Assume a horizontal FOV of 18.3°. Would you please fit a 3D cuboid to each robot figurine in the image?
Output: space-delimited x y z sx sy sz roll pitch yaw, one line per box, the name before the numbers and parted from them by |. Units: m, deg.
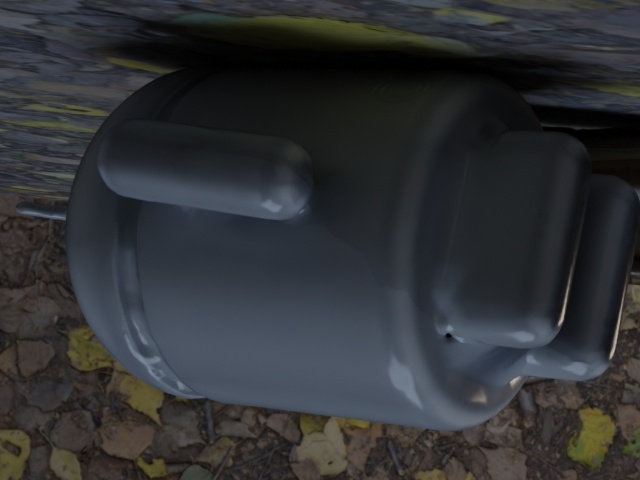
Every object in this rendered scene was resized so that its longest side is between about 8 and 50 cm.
robot figurine | 0.000 0.000 1.142 0.353 0.200 0.300 4 162 31

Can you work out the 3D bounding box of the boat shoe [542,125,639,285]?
boat shoe | 0.233 -0.026 1.274 0.342 0.123 0.123 0 -154 8
